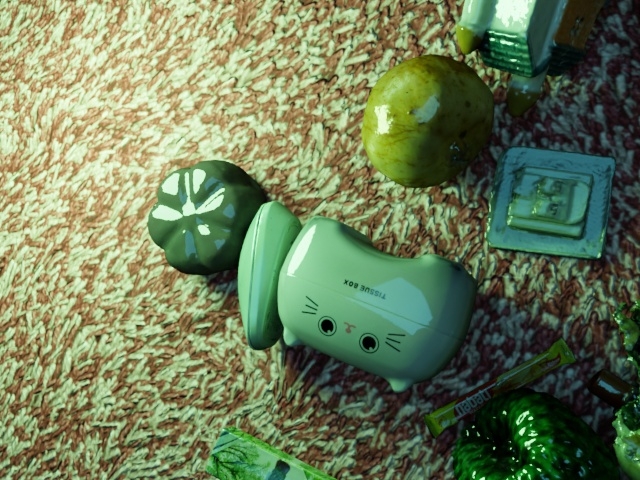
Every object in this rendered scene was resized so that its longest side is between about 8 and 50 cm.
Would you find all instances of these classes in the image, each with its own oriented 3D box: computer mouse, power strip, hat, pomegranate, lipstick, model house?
[{"bbox_3d":[-0.111,0.066,1.285,0.097,0.159,0.288,11,84,14],"label":"computer mouse"},{"bbox_3d":[0.412,-0.074,1.194,0.213,0.064,0.198,7,85,18],"label":"power strip"},{"bbox_3d":[0.388,0.414,1.051,0.332,0.274,0.242,38,106,-8],"label":"hat"},{"bbox_3d":[0.194,-0.212,1.203,0.248,0.248,0.248,-3,80,17],"label":"pomegranate"},{"bbox_3d":[0.576,0.307,1.069,0.299,0.081,0.081,34,92,19],"label":"lipstick"},{"bbox_3d":[0.359,-0.380,1.194,0.190,0.271,0.301,28,113,41],"label":"model house"}]

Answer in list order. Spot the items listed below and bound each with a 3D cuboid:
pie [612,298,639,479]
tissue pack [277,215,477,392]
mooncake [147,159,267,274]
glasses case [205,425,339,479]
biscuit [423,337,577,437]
[{"bbox_3d":[0.586,0.252,1.014,0.296,0.078,0.371,18,54,5],"label":"pie"},{"bbox_3d":[0.094,0.116,1.175,0.333,0.229,0.236,20,87,20],"label":"tissue pack"},{"bbox_3d":[-0.232,-0.047,1.365,0.245,0.133,0.245,-2,86,22],"label":"mooncake"},{"bbox_3d":[-0.083,0.457,1.264,0.272,0.062,0.095,20,88,19],"label":"glasses case"},{"bbox_3d":[0.316,0.266,1.189,0.292,0.026,0.048,-33,92,10],"label":"biscuit"}]
